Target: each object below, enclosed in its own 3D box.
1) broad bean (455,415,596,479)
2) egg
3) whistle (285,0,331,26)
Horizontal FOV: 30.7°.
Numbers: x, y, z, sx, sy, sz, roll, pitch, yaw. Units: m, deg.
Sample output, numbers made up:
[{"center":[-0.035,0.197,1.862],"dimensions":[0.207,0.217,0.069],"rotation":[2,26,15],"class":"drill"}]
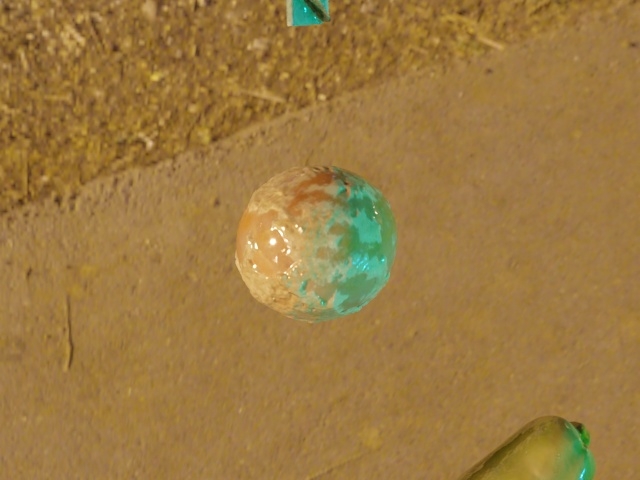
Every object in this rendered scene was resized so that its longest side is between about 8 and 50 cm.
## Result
[{"center":[0.186,0.232,1.126],"dimensions":[0.174,0.124,0.082],"rotation":[-30,87,4],"class":"broad bean"},{"center":[0.000,0.000,1.481],"dimensions":[0.203,0.203,0.245],"rotation":[41,32,15],"class":"egg"},{"center":[-0.012,-0.249,0.836],"dimensions":[0.039,0.186,0.039],"rotation":[-1,12,0],"class":"whistle"}]
